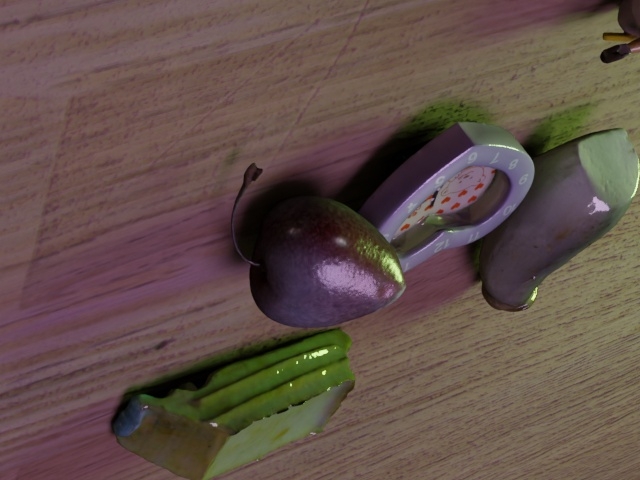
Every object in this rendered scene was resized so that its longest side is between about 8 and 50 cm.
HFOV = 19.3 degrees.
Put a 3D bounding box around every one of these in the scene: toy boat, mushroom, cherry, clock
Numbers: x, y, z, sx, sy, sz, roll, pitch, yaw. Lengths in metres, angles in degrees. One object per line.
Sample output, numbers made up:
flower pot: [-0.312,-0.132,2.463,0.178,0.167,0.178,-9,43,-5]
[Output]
toy boat: [-0.071,0.168,1.871,0.276,0.084,0.111,-14,146,-41]
mushroom: [0.224,-0.010,1.950,0.118,0.103,0.270,-9,151,-34]
cherry: [0.006,0.004,1.660,0.115,0.148,0.188,-50,165,-42]
clock: [0.111,-0.054,1.770,0.198,0.064,0.172,-24,150,-25]

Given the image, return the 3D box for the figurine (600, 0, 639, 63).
figurine: [0.357,-0.224,1.758,0.229,0.137,0.112,-18,115,-41]
